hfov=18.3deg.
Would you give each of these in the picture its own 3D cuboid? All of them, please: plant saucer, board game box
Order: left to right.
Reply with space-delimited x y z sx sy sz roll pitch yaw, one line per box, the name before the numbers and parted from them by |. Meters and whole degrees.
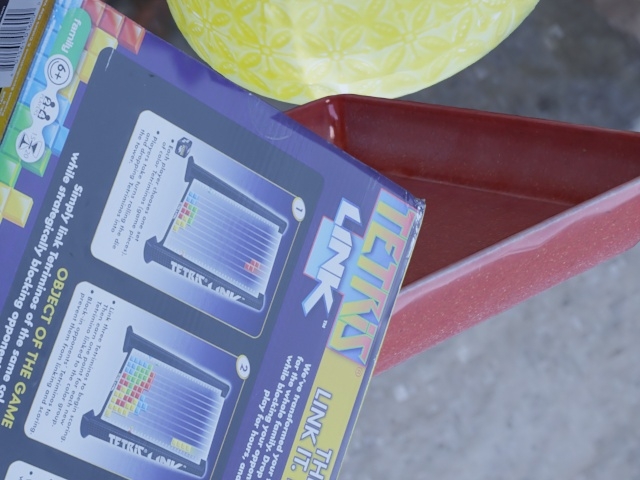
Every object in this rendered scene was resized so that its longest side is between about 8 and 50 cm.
board game box | -0.056 0.038 0.520 0.141 0.048 0.170 31 72 -40
plant saucer | 0.000 0.000 0.904 0.259 0.258 0.048 -23 112 -36

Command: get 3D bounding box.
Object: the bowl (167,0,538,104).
bowl | 0.012 -0.248 1.287 0.289 0.289 0.156 -26 149 1
